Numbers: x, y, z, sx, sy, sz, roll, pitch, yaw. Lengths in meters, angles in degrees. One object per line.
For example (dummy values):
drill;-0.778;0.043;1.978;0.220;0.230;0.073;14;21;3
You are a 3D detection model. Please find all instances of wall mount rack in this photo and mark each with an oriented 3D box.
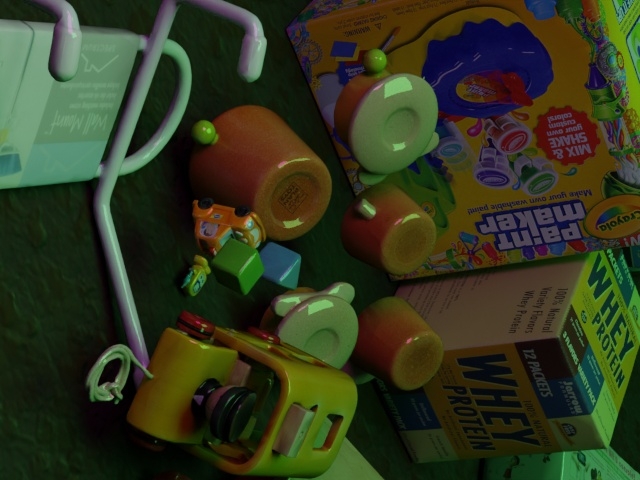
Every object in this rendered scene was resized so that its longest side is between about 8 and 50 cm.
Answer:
wall mount rack;-0.170;-0.022;1.046;0.350;0.130;0.304;-9;123;-58

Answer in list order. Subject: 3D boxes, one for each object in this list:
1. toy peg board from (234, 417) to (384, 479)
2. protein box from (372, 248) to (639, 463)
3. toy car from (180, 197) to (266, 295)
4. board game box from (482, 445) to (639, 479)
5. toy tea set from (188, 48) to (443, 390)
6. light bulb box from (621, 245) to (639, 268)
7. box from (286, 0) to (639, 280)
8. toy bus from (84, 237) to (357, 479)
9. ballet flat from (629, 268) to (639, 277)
toy peg board;-0.023;0.243;1.273;0.161;0.079;0.160;51;58;-39
protein box;0.182;0.093;1.510;0.136;0.201;0.200;63;35;-26
toy car;-0.076;0.016;1.195;0.122;0.060;0.040;99;16;-57
board game box;0.250;0.350;1.659;0.224;0.097;0.303;44;48;-46
toy tea set;0.000;0.000;1.329;0.200;0.124;0.336;-25;127;-24
light bulb box;0.363;-0.170;1.686;0.225;0.361;0.358;-44;129;-53
box;0.172;-0.139;1.471;0.177;0.290;0.279;-53;126;-50
toy bus;-0.053;0.118;1.126;0.202;0.104;0.191;-44;145;-36
ballet flat;0.394;-0.121;2.037;0.124;0.116;0.342;13;66;-76
